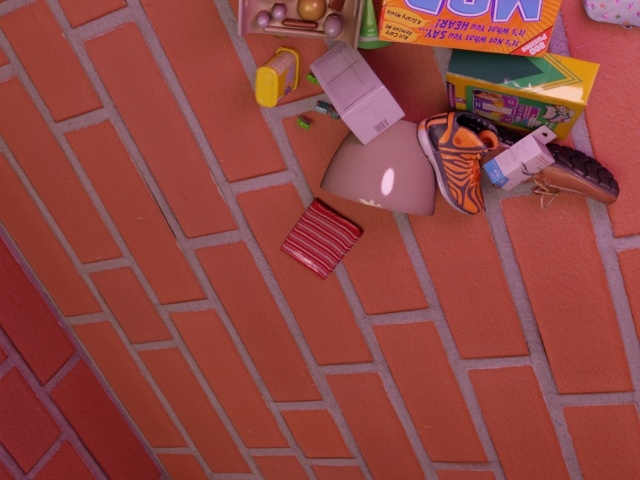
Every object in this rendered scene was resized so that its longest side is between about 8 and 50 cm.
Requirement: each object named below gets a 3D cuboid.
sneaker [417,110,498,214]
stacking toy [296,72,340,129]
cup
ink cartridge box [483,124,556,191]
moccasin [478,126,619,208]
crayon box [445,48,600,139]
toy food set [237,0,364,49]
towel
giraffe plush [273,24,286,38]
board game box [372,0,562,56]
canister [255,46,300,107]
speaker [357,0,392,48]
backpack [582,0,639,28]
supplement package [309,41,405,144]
[{"bbox_3d":[0.401,-0.203,1.848,0.180,0.124,0.321,-9,128,41],"label":"sneaker"},{"bbox_3d":[0.044,-0.379,2.041,0.221,0.052,0.166,25,127,8],"label":"stacking toy"},{"bbox_3d":[0.184,-0.225,1.945,0.331,0.331,0.236,15,100,14],"label":"cup"},{"bbox_3d":[0.520,-0.206,1.763,0.180,0.104,0.060,-35,61,27],"label":"ink cartridge box"},{"bbox_3d":[0.607,-0.179,1.870,0.380,0.139,0.146,19,129,11],"label":"moccasin"},{"bbox_3d":[0.472,-0.362,1.676,0.313,0.363,0.106,16,90,12],"label":"crayon box"},{"bbox_3d":[-0.047,-0.590,1.707,0.307,0.092,0.219,5,129,-3],"label":"toy food set"},{"bbox_3d":[0.000,0.000,2.330,0.199,0.031,0.274,35,129,-1],"label":"towel"},{"bbox_3d":[-0.118,-0.631,1.855,0.181,0.170,0.210,43,128,-8],"label":"giraffe plush"},{"bbox_3d":[0.313,-0.641,1.479,0.357,0.356,0.356,5,126,-4],"label":"board game box"},{"bbox_3d":[-0.121,-0.464,1.972,0.074,0.170,0.126,16,127,13],"label":"canister"},{"bbox_3d":[0.125,-0.650,1.766,0.131,0.131,0.296,4,124,22],"label":"speaker"},{"bbox_3d":[0.698,-0.561,1.584,0.182,0.115,0.151,15,130,17],"label":"backpack"},{"bbox_3d":[0.094,-0.400,1.840,0.139,0.244,0.134,-35,141,12],"label":"supplement package"}]
